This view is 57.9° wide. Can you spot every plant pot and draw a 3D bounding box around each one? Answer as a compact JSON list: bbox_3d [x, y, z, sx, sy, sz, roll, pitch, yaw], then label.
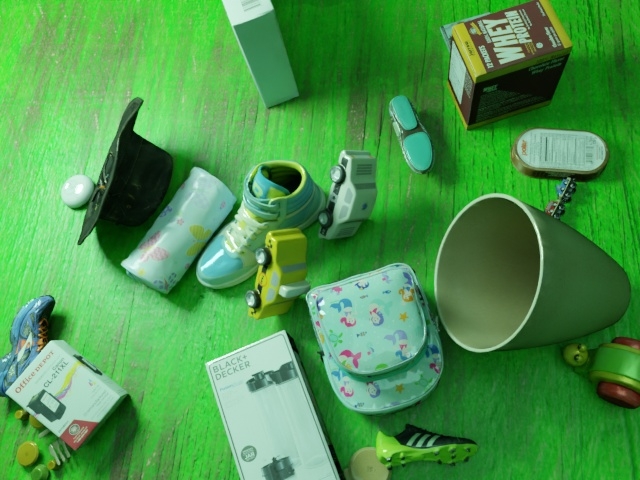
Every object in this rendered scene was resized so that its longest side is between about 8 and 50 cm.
[{"bbox_3d":[0.380,0.074,0.988,0.273,0.256,0.257,11,67,-24],"label":"plant pot"}]

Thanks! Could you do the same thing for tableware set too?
[{"bbox_3d":[-0.557,0.394,1.145,0.104,0.024,0.154,-38,70,-2],"label":"tableware set"}]

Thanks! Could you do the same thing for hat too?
[{"bbox_3d":[-0.394,-0.126,1.221,0.133,0.331,0.332,22,70,-23],"label":"hat"}]

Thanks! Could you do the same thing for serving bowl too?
[{"bbox_3d":[-0.562,-0.117,1.325,0.083,0.027,0.083,-8,64,18],"label":"serving bowl"}]

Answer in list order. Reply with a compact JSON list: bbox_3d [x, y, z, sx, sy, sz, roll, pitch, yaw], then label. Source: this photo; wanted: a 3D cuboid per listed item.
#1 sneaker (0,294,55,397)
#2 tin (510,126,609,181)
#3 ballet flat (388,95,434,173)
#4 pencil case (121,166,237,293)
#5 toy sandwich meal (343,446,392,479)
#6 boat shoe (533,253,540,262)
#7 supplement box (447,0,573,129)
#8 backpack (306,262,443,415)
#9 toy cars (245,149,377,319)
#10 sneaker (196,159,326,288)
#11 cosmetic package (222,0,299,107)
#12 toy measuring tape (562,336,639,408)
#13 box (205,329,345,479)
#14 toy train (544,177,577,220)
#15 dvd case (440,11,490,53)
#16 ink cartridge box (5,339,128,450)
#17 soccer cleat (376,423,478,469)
[{"bbox_3d":[-0.590,0.220,1.192,0.087,0.083,0.221,16,81,5],"label":"sneaker"},{"bbox_3d":[0.489,-0.179,1.184,0.189,0.040,0.106,6,66,11],"label":"tin"},{"bbox_3d":[0.195,-0.218,1.231,0.070,0.070,0.189,-14,72,4],"label":"ballet flat"},{"bbox_3d":[-0.294,-0.023,1.209,0.124,0.113,0.273,26,75,27],"label":"pencil case"},{"bbox_3d":[0.086,0.412,1.031,0.085,0.029,0.086,-3,58,4],"label":"toy sandwich meal"},{"bbox_3d":[0.410,0.025,1.106,0.135,0.045,0.050,2,105,16],"label":"boat shoe"},{"bbox_3d":[0.375,-0.354,1.182,0.191,0.194,0.129,-17,68,3],"label":"supplement box"},{"bbox_3d":[0.104,0.181,1.037,0.225,0.191,0.254,-16,73,2],"label":"backpack"},{"bbox_3d":[0.000,0.000,1.112,0.087,0.176,0.394,34,78,37],"label":"toy cars"},{"bbox_3d":[-0.140,-0.044,1.141,0.319,0.208,0.127,-41,70,-6],"label":"sneaker"},{"bbox_3d":[-0.167,-0.532,1.288,0.097,0.284,0.377,-21,67,2],"label":"cosmetic package"},{"bbox_3d":[0.576,0.246,0.968,0.330,0.121,0.121,21,74,16],"label":"toy measuring tape"},{"bbox_3d":[-0.084,0.332,1.056,0.169,0.087,0.290,-22,68,0],"label":"box"},{"bbox_3d":[0.464,-0.060,1.149,0.036,0.027,0.158,25,76,28],"label":"toy train"},{"bbox_3d":[0.345,-0.472,1.328,0.119,0.013,0.087,-15,68,4],"label":"dvd case"},{"bbox_3d":[-0.487,0.295,1.116,0.175,0.072,0.127,38,80,1],"label":"ink cartridge box"},{"bbox_3d":[0.185,0.357,1.020,0.178,0.060,0.072,-3,36,-2],"label":"soccer cleat"}]
